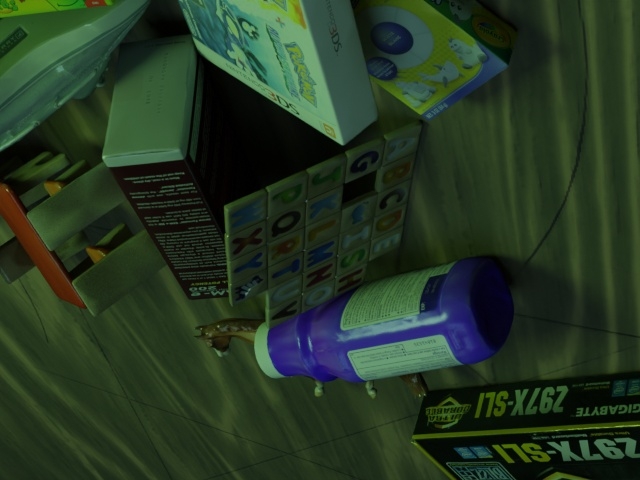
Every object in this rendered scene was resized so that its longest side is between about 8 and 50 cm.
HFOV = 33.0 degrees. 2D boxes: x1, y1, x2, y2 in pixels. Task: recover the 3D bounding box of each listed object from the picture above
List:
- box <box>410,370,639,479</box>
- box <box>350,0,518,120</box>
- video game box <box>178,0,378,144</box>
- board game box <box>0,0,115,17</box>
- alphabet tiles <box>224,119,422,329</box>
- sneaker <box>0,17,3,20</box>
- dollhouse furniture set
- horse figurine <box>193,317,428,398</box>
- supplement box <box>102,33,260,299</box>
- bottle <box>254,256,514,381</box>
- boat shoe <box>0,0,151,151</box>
[{"bbox_3d":[0.312,0.268,1.323,0.322,0.079,0.257,-11,134,38],"label":"box"},{"bbox_3d":[0.053,-0.177,0.847,0.179,0.043,0.105,34,145,-17],"label":"box"},{"bbox_3d":[-0.050,-0.188,0.805,0.187,0.048,0.205,33,157,34],"label":"video game box"},{"bbox_3d":[-0.233,-0.227,0.873,0.181,0.092,0.043,0,142,26],"label":"board game box"},{"bbox_3d":[0.000,0.000,1.029,0.009,0.198,0.237,54,159,28],"label":"alphabet tiles"},{"bbox_3d":[-0.294,-0.150,0.934,0.080,0.211,0.081,58,169,9],"label":"sneaker"},{"bbox_3d":[-0.309,-0.041,1.066,0.262,0.135,0.259,9,133,56],"label":"dollhouse furniture set"},{"bbox_3d":[0.002,0.134,1.297,0.263,0.066,0.174,-2,145,32],"label":"horse figurine"},{"bbox_3d":[-0.119,-0.059,0.994,0.073,0.130,0.239,-6,146,11],"label":"supplement box"},{"bbox_3d":[0.059,0.094,1.142,0.282,0.118,0.092,-15,110,32],"label":"bottle"},{"bbox_3d":[-0.222,-0.152,0.902,0.079,0.227,0.081,49,175,33],"label":"boat shoe"}]
